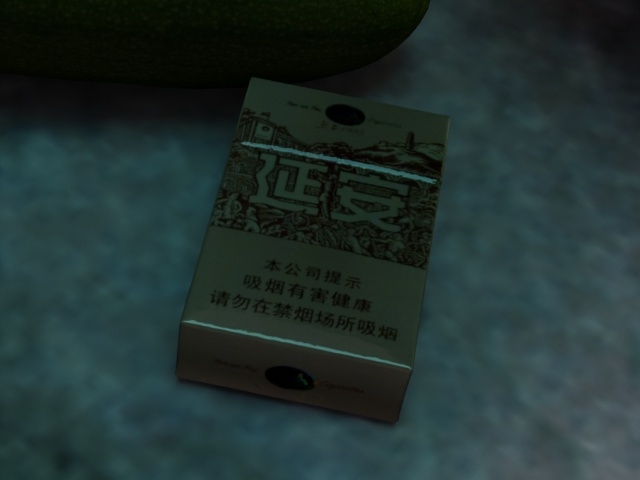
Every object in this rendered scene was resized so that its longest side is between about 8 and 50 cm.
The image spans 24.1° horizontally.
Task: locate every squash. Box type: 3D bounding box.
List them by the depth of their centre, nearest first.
[{"bbox_3d":[-0.097,-0.077,0.381,0.258,0.069,0.069,5,49,-4],"label":"squash"}]

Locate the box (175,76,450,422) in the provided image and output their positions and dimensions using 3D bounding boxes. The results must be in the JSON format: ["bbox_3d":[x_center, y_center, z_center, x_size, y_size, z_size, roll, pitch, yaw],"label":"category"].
[{"bbox_3d":[0.000,0.000,0.357,0.053,0.024,0.083,11,50,0],"label":"box"}]
